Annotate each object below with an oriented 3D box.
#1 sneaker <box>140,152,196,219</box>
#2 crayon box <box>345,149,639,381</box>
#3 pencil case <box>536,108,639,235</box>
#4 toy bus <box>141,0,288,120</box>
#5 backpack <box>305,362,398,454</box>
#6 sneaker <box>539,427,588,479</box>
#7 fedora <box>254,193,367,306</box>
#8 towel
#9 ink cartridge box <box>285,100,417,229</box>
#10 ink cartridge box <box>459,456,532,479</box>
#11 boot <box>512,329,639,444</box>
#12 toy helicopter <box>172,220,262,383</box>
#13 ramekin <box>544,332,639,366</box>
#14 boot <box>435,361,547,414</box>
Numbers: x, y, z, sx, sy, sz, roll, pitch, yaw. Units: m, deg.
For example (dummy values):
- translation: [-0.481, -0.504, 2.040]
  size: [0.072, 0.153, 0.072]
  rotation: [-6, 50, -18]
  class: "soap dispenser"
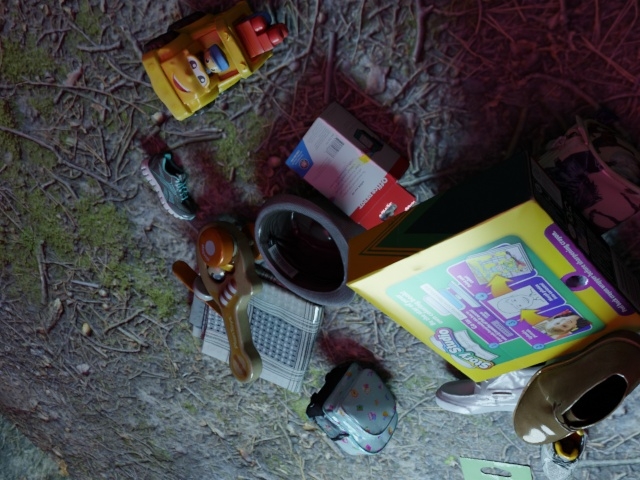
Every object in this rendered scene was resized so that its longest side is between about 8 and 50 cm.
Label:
- translation: [-0.319, -0.120, 1.540]
  size: [0.076, 0.065, 0.166]
  rotation: [-25, 109, 34]
  class: "sneaker"
- translation: [0.274, 0.064, 1.095]
  size: [0.313, 0.106, 0.363]
  rotation: [-27, 130, 33]
  class: "crayon box"
- translation: [0.339, -0.036, 1.176]
  size: [0.183, 0.160, 0.410]
  rotation: [41, 131, -9]
  class: "pencil case"
- translation: [-0.168, -0.325, 1.223]
  size: [0.212, 0.220, 0.149]
  rotation: [-13, 118, 27]
  class: "toy bus"
- translation: [0.088, 0.390, 1.597]
  size: [0.144, 0.166, 0.188]
  rotation: [-21, 112, 47]
  class: "backpack"
- translation: [0.496, 0.423, 1.449]
  size: [0.088, 0.092, 0.225]
  rotation: [13, 127, 21]
  class: "sneaker"
- translation: [0.000, 0.000, 1.399]
  size: [0.276, 0.124, 0.243]
  rotation: [5, 121, 44]
  class: "fedora"
- translation: [-0.166, 0.196, 1.676]
  size: [0.324, 0.056, 0.312]
  rotation: [25, 130, 12]
  class: "towel"
- translation: [0.067, -0.129, 1.313]
  size: [0.231, 0.078, 0.134]
  rotation: [40, 131, -2]
  class: "ink cartridge box"
- translation: [0.419, 0.620, 1.652]
  size: [0.171, 0.056, 0.235]
  rotation: [-1, 122, 30]
  class: "ink cartridge box"
- translation: [0.391, 0.259, 1.120]
  size: [0.112, 0.115, 0.305]
  rotation: [41, 136, 10]
  class: "boot"
- translation: [-0.205, 0.135, 1.534]
  size: [0.235, 0.140, 0.354]
  rotation: [-14, 88, 44]
  class: "toy helicopter"
- translation: [0.472, 0.197, 1.242]
  size: [0.109, 0.207, 0.207]
  rotation: [28, 131, 22]
  class: "ramekin"
- translation: [0.356, 0.281, 1.441]
  size: [0.259, 0.095, 0.123]
  rotation: [-5, 113, 21]
  class: "boot"
